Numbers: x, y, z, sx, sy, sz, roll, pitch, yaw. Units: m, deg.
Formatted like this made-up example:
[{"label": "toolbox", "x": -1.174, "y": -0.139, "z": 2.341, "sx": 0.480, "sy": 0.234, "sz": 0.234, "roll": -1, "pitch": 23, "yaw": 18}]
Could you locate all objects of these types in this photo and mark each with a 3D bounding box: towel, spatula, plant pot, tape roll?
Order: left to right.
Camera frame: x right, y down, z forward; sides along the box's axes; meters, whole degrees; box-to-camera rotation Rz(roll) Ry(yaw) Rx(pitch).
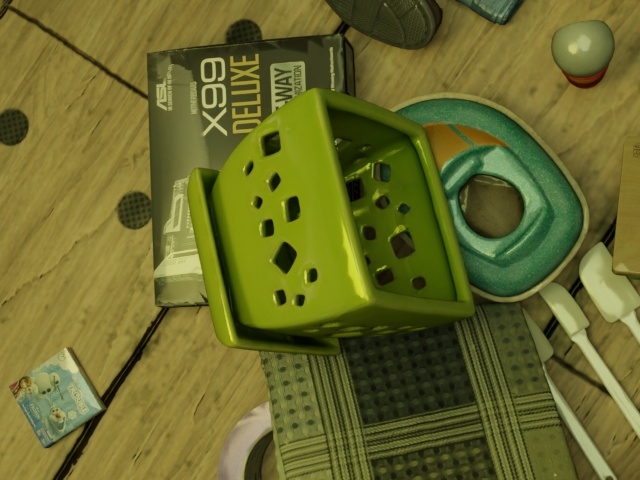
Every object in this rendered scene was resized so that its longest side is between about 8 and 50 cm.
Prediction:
[{"label": "tape roll", "x": -0.019, "y": 0.271, "z": 1.473, "sx": 0.188, "sy": 0.080, "sz": 0.189, "roll": -1, "pitch": 84, "yaw": 12}, {"label": "plant pot", "x": 0.000, "y": 0.000, "z": 1.325, "sx": 0.207, "sy": 0.228, "sz": 0.227, "roll": -24, "pitch": 71, "yaw": 30}, {"label": "towel", "x": 0.107, "y": 0.232, "z": 1.376, "sx": 0.312, "sy": 0.056, "sz": 0.324, "roll": -10, "pitch": 59, "yaw": -3}, {"label": "towel", "x": 0.183, "y": -0.306, "z": 1.508, "sx": 0.119, "sy": 0.029, "sz": 0.067, "roll": 35, "pitch": 93, "yaw": 12}, {"label": "spatula", "x": 0.312, "y": 0.146, "z": 1.448, "sx": 0.168, "sy": 0.019, "sz": 0.242, "roll": -32, "pitch": 80, "yaw": 2}]

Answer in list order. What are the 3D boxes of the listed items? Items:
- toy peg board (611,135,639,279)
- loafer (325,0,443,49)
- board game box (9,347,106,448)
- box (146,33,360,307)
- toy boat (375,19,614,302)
[{"label": "toy peg board", "x": 0.408, "y": -0.021, "z": 1.420, "sx": 0.161, "sy": 0.079, "sz": 0.161, "roll": 6, "pitch": 71, "yaw": 11}, {"label": "loafer", "x": 0.026, "y": -0.338, "z": 1.512, "sx": 0.302, "sy": 0.109, "sz": 0.095, "roll": 34, "pitch": 49, "yaw": 12}, {"label": "board game box", "x": -0.322, "y": 0.193, "z": 1.575, "sx": 0.090, "sy": 0.020, "sz": 0.090, "roll": -34, "pitch": 79, "yaw": 6}, {"label": "box", "x": -0.077, "y": -0.078, "z": 1.518, "sx": 0.242, "sy": 0.076, "sz": 0.308, "roll": -3, "pitch": 85, "yaw": 12}, {"label": "toy boat", "x": 0.208, "y": -0.108, "z": 1.424, "sx": 0.267, "sy": 0.148, "sz": 0.318, "roll": 40, "pitch": 94, "yaw": 13}]
